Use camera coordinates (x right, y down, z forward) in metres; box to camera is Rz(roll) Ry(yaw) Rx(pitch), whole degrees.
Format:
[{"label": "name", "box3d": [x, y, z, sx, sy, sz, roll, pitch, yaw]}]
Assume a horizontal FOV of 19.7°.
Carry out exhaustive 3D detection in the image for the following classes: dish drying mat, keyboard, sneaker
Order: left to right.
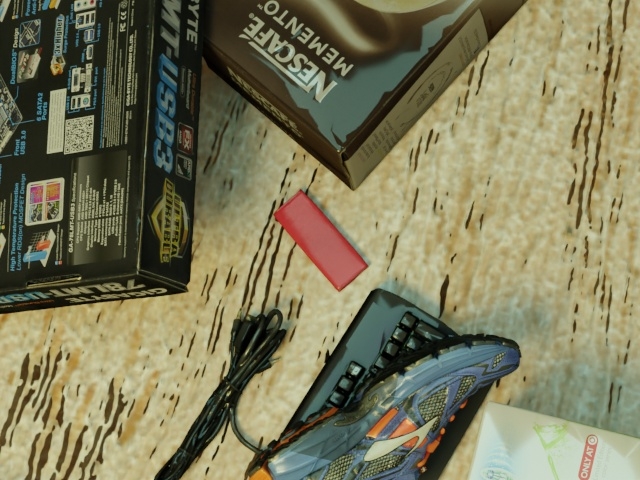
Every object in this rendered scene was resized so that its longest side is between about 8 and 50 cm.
[{"label": "keyboard", "box3d": [-0.024, 0.176, 1.410, 0.201, 0.033, 0.317, 30, 81, 12]}, {"label": "dish drying mat", "box3d": [0.000, 0.000, 1.459, 0.032, 0.008, 0.083, -40, 77, -3]}, {"label": "sneaker", "box3d": [0.057, 0.142, 1.369, 0.221, 0.083, 0.087, -33, 95, 0]}]

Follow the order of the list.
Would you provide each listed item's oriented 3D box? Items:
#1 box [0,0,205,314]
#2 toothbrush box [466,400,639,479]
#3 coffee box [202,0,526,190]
[{"label": "box", "box3d": [-0.227, -0.094, 1.413, 0.293, 0.073, 0.295, -8, 73, 33]}, {"label": "toothbrush box", "box3d": [0.231, 0.253, 1.320, 0.283, 0.122, 0.206, 14, 79, 10]}, {"label": "coffee box", "box3d": [0.058, -0.209, 1.443, 0.168, 0.119, 0.297, 40, 84, 13]}]
